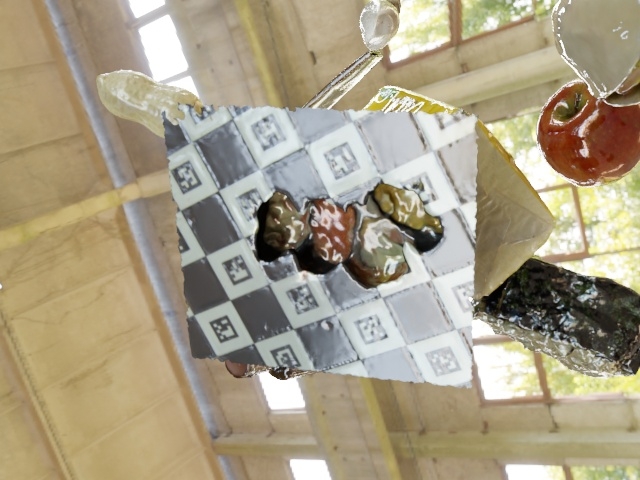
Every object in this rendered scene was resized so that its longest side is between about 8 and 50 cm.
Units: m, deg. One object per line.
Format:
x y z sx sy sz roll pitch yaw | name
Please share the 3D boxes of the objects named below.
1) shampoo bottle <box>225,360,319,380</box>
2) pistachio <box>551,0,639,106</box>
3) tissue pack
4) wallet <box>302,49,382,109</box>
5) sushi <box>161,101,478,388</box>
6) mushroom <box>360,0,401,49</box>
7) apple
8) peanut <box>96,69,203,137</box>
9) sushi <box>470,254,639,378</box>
-0.024 0.186 1.155 0.322 0.084 0.129 -4 -135 -45 | shampoo bottle
0.393 -0.275 0.824 0.288 0.166 0.198 -68 -13 -71 | pistachio
0.202 -0.107 1.175 0.293 0.228 0.382 45 -174 -21 | tissue pack
0.067 -0.450 1.821 0.031 0.255 0.137 56 -155 4 | wallet
0.000 0.000 0.593 0.050 0.289 0.264 -45 -45 -62 | sushi
0.139 -0.497 1.438 0.213 0.088 0.097 -69 -36 -58 | mushroom
0.577 -0.222 1.338 0.230 0.229 0.230 24 -119 -53 | apple
-0.367 -0.292 1.375 0.123 0.256 0.124 21 -90 -76 | peanut
0.453 0.144 1.240 0.171 0.350 0.211 -60 -39 -10 | sushi
